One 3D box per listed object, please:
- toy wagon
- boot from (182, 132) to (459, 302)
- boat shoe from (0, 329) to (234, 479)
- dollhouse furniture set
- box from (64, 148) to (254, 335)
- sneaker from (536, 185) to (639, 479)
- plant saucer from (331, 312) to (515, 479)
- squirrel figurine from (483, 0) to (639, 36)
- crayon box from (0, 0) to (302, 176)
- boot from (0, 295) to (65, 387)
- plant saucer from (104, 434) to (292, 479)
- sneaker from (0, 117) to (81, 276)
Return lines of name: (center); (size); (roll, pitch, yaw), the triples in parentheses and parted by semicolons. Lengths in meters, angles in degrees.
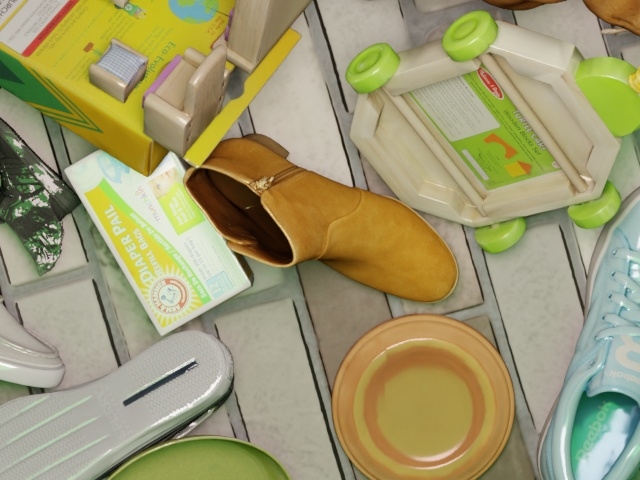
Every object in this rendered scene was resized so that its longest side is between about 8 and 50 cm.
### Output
toy wagon: (0.198, -0.116, 1.787); (0.344, 0.068, 0.267); (-15, 129, 37)
boot: (0.000, -0.001, 1.820); (0.295, 0.211, 0.104); (33, 110, 0)
boat shoe: (-0.235, 0.211, 1.886); (0.335, 0.119, 0.121); (-23, 64, 0)
dollhouse furniture set: (-0.168, -0.300, 1.706); (0.303, 0.198, 0.286); (33, 63, 8)
box: (-0.166, -0.016, 1.879); (0.114, 0.103, 0.203); (-30, 94, 2)
sneaker: (0.330, 0.116, 1.867); (0.135, 0.150, 0.366); (15, 94, -2)
plant saucer: (0.111, 0.179, 1.928); (0.200, 0.037, 0.200); (0, 95, 0)
squirrel figurine: (0.233, -0.308, 1.712); (0.370, 0.397, 0.281); (29, 89, 6)
crayon box: (-0.206, -0.204, 1.808); (0.318, 0.081, 0.202); (32, 62, 8)
boot: (-0.374, 0.055, 1.887); (0.258, 0.095, 0.123); (23, 101, -1)
plant saucer: (-0.143, 0.294, 1.890); (0.241, 0.037, 0.241); (-10, 124, -15)
sneaker: (-0.323, -0.052, 1.902); (0.089, 0.051, 0.170); (-44, 97, -2)
